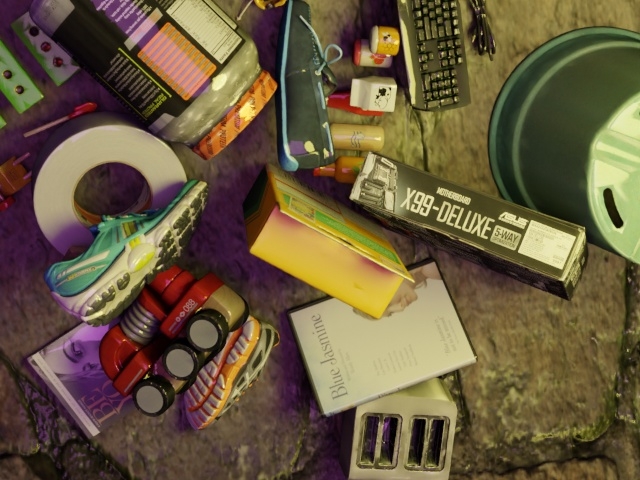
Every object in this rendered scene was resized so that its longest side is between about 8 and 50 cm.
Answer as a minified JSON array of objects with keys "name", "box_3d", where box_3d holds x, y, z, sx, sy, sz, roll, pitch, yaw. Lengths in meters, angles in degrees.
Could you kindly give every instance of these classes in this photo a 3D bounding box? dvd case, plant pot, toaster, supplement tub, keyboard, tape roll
[{"name":"dvd case","box_3d":[-0.317,0.188,1.674,0.221,0.018,0.164,-33,105,3]},{"name":"plant pot","box_3d":[0.442,-0.119,1.516,0.341,0.334,0.341,-1,105,-5]},{"name":"toaster","box_3d":[0.124,0.295,1.701,0.168,0.110,0.185,4,103,-8]},{"name":"supplement tub","box_3d":[-0.223,-0.270,1.479,0.193,0.193,0.316,-45,104,6]},{"name":"keyboard","box_3d":[0.183,-0.349,1.538,0.201,0.033,0.317,-18,105,-40]},{"name":"tape roll","box_3d":[-0.305,-0.073,1.555,0.219,0.072,0.219,-7,116,-15]},{"name":"dvd case","box_3d":[0.091,0.147,1.649,0.253,0.022,0.180,-20,65,-1]}]

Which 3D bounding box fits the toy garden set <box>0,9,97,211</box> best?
[{"name":"toy garden set","box_3d":[-0.445,-0.182,1.554,0.244,0.049,0.204,-35,104,2]}]

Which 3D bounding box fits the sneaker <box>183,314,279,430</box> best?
[{"name":"sneaker","box_3d":[-0.137,0.212,1.670,0.083,0.084,0.215,14,117,-47]}]

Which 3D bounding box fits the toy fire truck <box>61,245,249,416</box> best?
[{"name":"toy fire truck","box_3d":[-0.266,0.109,1.570,0.246,0.158,0.217,42,112,3]}]

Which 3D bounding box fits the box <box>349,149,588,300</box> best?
[{"name":"box","box_3d":[0.216,-0.015,1.503,0.307,0.242,0.076,22,87,18]}]

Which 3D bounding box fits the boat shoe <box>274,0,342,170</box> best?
[{"name":"boat shoe","box_3d":[-0.019,-0.218,1.538,0.089,0.109,0.258,2,78,-10]}]

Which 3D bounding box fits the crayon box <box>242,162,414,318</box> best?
[{"name":"crayon box","box_3d":[0.000,0.000,1.503,0.203,0.323,0.083,28,99,-12]}]

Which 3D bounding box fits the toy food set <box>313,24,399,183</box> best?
[{"name":"toy food set","box_3d":[0.048,-0.204,1.563,0.104,0.111,0.232,3,116,-5]}]

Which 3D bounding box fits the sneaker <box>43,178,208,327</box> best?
[{"name":"sneaker","box_3d":[-0.256,-0.005,1.467,0.110,0.107,0.275,36,56,15]}]

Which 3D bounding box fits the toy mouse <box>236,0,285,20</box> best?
[{"name":"toy mouse","box_3d":[-0.077,-0.403,1.521,0.161,0.031,0.143,-12,112,31]}]
